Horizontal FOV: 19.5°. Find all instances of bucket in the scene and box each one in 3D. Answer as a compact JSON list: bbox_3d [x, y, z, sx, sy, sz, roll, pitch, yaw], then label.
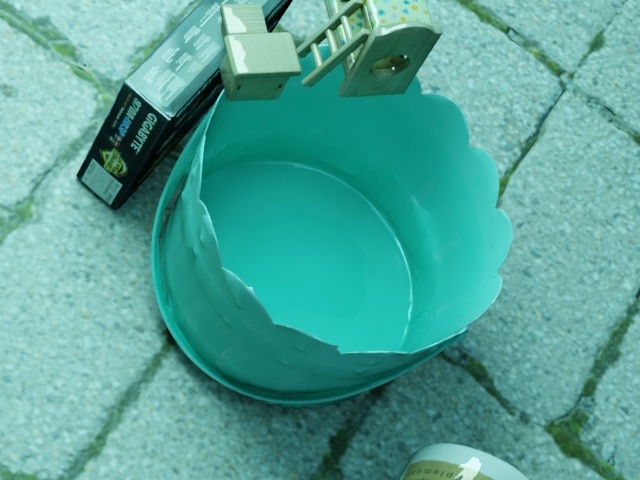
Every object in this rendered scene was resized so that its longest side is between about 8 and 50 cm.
[{"bbox_3d":[0.000,0.000,1.542,0.281,0.183,0.281,8,63,-17],"label":"bucket"}]

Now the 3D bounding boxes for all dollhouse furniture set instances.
[{"bbox_3d":[-0.011,-0.216,1.477,0.161,0.101,0.182,-5,64,-22],"label":"dollhouse furniture set"}]

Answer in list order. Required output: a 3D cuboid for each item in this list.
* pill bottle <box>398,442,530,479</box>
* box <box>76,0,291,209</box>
[{"bbox_3d":[0.083,0.286,1.469,0.131,0.131,0.229,34,59,-3],"label":"pill bottle"},{"bbox_3d":[-0.106,-0.145,1.574,0.051,0.175,0.220,40,58,0],"label":"box"}]
